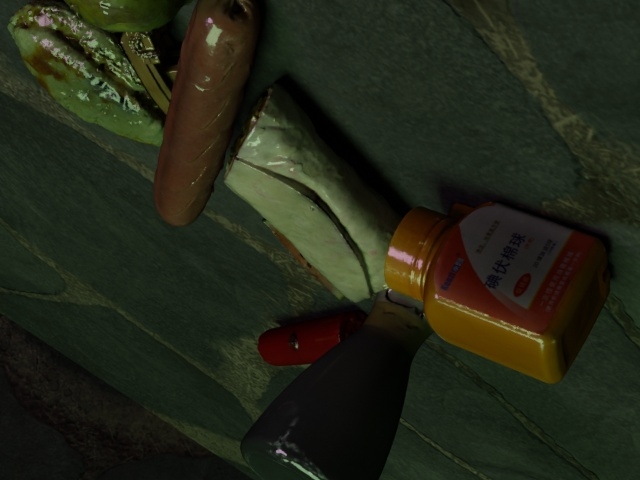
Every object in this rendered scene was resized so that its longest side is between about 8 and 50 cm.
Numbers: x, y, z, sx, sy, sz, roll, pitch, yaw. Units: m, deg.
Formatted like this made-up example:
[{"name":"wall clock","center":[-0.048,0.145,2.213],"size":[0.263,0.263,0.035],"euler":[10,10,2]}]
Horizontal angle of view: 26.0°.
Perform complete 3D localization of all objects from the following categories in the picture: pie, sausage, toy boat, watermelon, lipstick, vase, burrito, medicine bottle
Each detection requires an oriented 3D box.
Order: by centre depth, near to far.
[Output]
[{"name":"medicine bottle","center":[0.189,0.044,1.519],"size":[0.222,0.149,0.112],"euler":[21,154,27]},{"name":"sausage","center":[-0.138,-0.135,1.583],"size":[0.088,0.088,0.433],"euler":[30,146,6]},{"name":"toy boat","center":[-0.164,-0.195,1.619],"size":[0.072,0.064,0.206],"euler":[-3,146,25]},{"name":"burrito","center":[-0.007,-0.057,1.636],"size":[0.143,0.105,0.299],"euler":[-13,130,47]},{"name":"pie","center":[-0.278,-0.201,1.705],"size":[0.248,0.090,0.201],"euler":[35,164,-7]},{"name":"vase","center":[0.053,0.183,1.761],"size":[0.173,0.321,0.173],"euler":[30,157,14]},{"name":"watermelon","center":[0.001,-0.009,1.773],"size":[0.163,0.087,0.069],"euler":[48,-176,-29]},{"name":"lipstick","center":[-0.009,0.153,2.110],"size":[0.073,0.073,0.279],"euler":[40,157,-16]}]

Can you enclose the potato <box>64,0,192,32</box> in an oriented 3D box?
[{"name":"potato","center":[-0.220,-0.326,1.322],"size":[0.176,0.141,0.298],"euler":[3,137,25]}]
